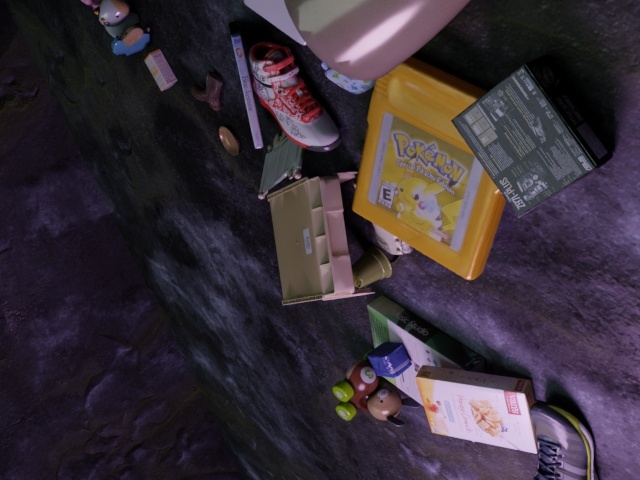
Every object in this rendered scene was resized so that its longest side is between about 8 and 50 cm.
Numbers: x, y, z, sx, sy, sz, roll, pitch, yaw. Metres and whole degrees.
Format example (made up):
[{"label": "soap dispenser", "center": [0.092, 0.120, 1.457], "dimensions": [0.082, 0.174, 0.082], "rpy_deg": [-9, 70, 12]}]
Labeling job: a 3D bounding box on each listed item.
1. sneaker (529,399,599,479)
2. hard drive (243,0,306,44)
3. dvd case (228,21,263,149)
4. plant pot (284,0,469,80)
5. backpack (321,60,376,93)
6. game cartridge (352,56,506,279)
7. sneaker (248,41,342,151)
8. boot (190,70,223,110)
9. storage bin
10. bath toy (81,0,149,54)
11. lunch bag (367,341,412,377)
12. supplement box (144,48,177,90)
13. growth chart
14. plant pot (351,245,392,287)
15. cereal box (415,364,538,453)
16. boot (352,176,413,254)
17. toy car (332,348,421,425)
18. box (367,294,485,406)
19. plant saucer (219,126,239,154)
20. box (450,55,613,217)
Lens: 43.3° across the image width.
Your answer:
[{"label": "sneaker", "center": [0.461, 0.443, 1.557], "dimensions": [0.111, 0.121, 0.300], "rpy_deg": [7, 125, 57]}, {"label": "hard drive", "center": [-0.082, -0.547, 1.516], "dimensions": [0.203, 0.040, 0.308], "rpy_deg": [42, 150, 30]}, {"label": "dvd case", "center": [-0.164, -0.344, 1.777], "dimensions": [0.180, 0.022, 0.253], "rpy_deg": [-108, 6, -66]}, {"label": "plant pot", "center": [0.125, -0.393, 1.133], "dimensions": [0.274, 0.256, 0.257], "rpy_deg": [-18, 104, 47]}, {"label": "backpack", "center": [0.070, -0.317, 1.423], "dimensions": [0.105, 0.084, 0.114], "rpy_deg": [27, 149, -30]}, {"label": "game cartridge", "center": [0.191, -0.128, 1.387], "dimensions": [0.285, 0.052, 0.324], "rpy_deg": [32, 134, 29]}, {"label": "sneaker", "center": [-0.060, -0.305, 1.679], "dimensions": [0.270, 0.090, 0.145], "rpy_deg": [46, 159, 30]}, {"label": "boot", "center": [-0.288, -0.396, 2.045], "dimensions": [0.106, 0.037, 0.114], "rpy_deg": [36, 152, 13]}, {"label": "storage bin", "center": [0.000, 0.000, 1.775], "dimensions": [0.260, 0.123, 0.262], "rpy_deg": [-17, 80, 63]}, {"label": "bath toy", "center": [-0.609, -0.662, 2.211], "dimensions": [0.348, 0.129, 0.151], "rpy_deg": [53, 154, 12]}, {"label": "lunch bag", "center": [0.157, 0.276, 1.841], "dimensions": [0.098, 0.067, 0.065], "rpy_deg": [-6, 112, 63]}, {"label": "supplement box", "center": [-0.441, -0.471, 2.230], "dimensions": [0.098, 0.036, 0.062], "rpy_deg": [62, 154, -7]}, {"label": "growth chart", "center": [-0.084, -0.187, 1.814], "dimensions": [0.021, 0.172, 0.237], "rpy_deg": [21, 160, -22]}, {"label": "plant pot", "center": [0.104, 0.067, 1.818], "dimensions": [0.083, 0.079, 0.083], "rpy_deg": [40, 148, 32]}, {"label": "cereal box", "center": [0.329, 0.348, 1.675], "dimensions": [0.240, 0.047, 0.173], "rpy_deg": [3, 126, 35]}, {"label": "boot", "center": [0.162, -0.047, 1.601], "dimensions": [0.213, 0.077, 0.165], "rpy_deg": [18, 135, 54]}, {"label": "toy car", "center": [0.153, 0.393, 2.023], "dimensions": [0.188, 0.155, 0.149], "rpy_deg": [25, 140, 34]}, {"label": "box", "center": [0.243, 0.288, 1.847], "dimensions": [0.322, 0.058, 0.232], "rpy_deg": [30, 143, 42]}, {"label": "plant saucer", "center": [-0.237, -0.265, 2.123], "dimensions": [0.083, 0.015, 0.083], "rpy_deg": [42, 150, 30]}, {"label": "box", "center": [0.307, -0.150, 1.176], "dimensions": [0.147, 0.077, 0.180], "rpy_deg": [-38, 84, 41]}]
